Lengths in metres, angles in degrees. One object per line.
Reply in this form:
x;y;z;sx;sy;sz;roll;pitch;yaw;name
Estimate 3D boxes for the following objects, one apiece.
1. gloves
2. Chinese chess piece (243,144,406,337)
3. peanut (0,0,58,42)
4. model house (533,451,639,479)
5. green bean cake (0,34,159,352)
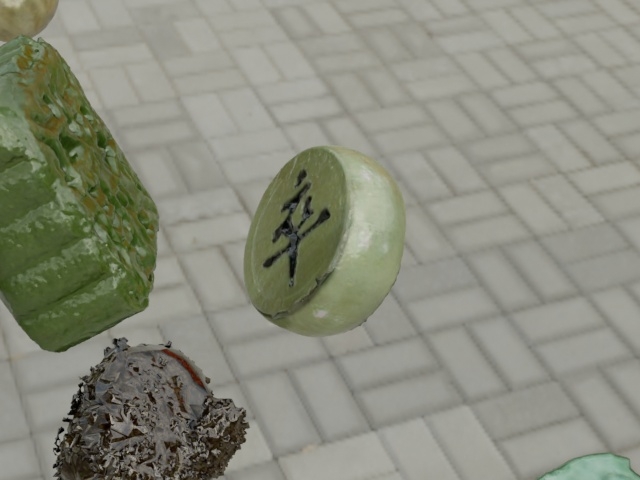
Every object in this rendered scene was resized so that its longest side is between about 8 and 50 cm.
-0.197;0.243;1.266;0.210;0.135;0.312;19;55;-22;gloves
0.000;0.000;1.094;0.083;0.188;0.188;19;29;-33;Chinese chess piece
-0.380;-0.312;1.320;0.129;0.129;0.224;-15;35;-23;peanut
0.215;0.379;0.942;0.194;0.325;0.267;-23;55;-32;model house
-0.247;-0.049;1.005;0.125;0.248;0.222;-28;27;11;green bean cake
